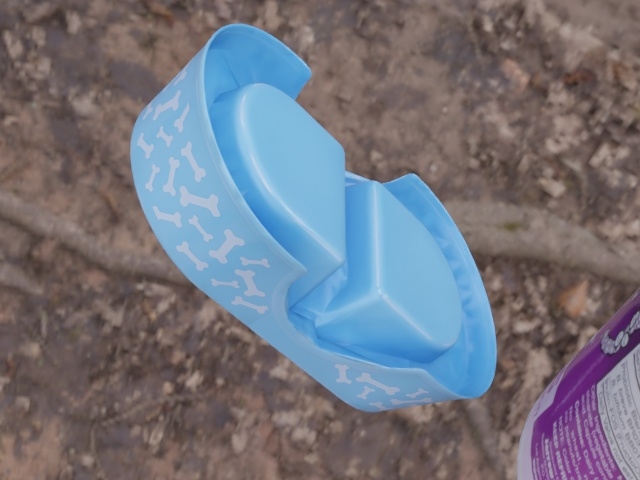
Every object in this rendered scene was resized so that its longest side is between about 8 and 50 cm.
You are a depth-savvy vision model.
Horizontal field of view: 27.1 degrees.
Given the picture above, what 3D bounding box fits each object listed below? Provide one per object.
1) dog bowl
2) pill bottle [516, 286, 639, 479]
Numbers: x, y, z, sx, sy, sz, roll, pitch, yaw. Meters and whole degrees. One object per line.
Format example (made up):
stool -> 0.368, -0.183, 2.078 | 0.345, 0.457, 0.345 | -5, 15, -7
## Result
dog bowl -> 0.000, 0.000, 0.816 | 0.297, 0.074, 0.166 | 41, 34, -36
pill bottle -> 0.221, 0.077, 0.650 | 0.169, 0.301, 0.169 | 7, 60, -11
